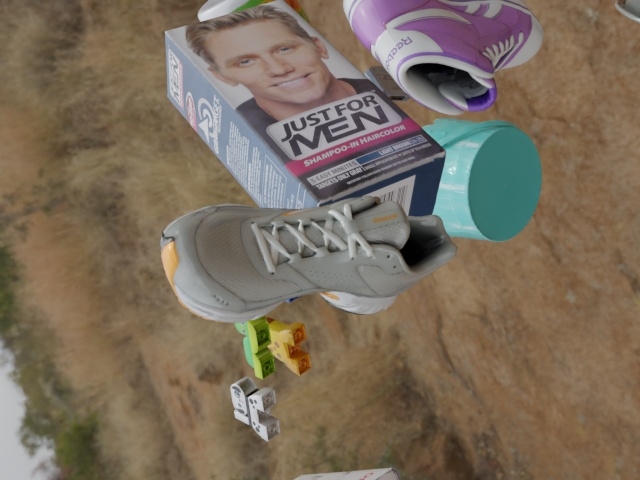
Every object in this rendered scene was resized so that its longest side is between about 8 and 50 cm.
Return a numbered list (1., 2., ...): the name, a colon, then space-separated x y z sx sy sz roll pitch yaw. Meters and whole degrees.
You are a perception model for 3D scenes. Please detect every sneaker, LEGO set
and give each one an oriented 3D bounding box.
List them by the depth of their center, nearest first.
1. sneaker: 0.000 0.000 0.695 0.121 0.262 0.099 -31 68 41
2. LEGO set: -0.072 0.085 0.931 0.093 0.087 0.227 16 122 41
3. sneaker: 0.163 -0.191 0.945 0.102 0.282 0.161 -56 51 39

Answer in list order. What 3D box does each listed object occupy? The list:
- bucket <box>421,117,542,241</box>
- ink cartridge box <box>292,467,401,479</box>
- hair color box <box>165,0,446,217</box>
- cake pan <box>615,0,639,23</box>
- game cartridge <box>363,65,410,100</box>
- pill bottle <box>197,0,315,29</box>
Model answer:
1. bucket: 0.325 -0.129 1.867 0.183 0.281 0.281 13 123 49
2. ink cartridge box: -0.003 0.375 1.153 0.218 0.159 0.092 -27 86 51
3. hair color box: -0.030 -0.141 1.036 0.347 0.174 0.105 48 149 33
4. cake pan: 0.501 -0.267 1.033 0.293 0.293 0.054 47 134 50
5. game cartridge: 0.095 -0.226 1.265 0.017 0.083 0.056 -36 77 31
6. pill bottle: -0.061 -0.270 1.308 0.245 0.136 0.136 56 169 -24
